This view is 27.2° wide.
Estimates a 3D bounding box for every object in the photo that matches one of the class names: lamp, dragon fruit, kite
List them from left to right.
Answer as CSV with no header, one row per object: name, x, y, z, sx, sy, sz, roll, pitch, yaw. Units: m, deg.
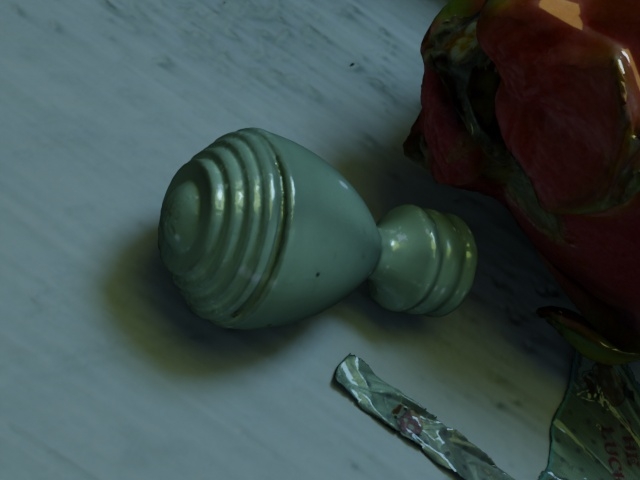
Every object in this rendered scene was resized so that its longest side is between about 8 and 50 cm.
lamp,0.000,0.000,0.723,0.193,0.106,0.106,9,52,-35
kite,0.137,0.163,0.736,0.314,0.011,0.335,34,45,-4
dragon fruit,0.196,-0.068,0.771,0.226,0.305,0.305,-28,73,-32
